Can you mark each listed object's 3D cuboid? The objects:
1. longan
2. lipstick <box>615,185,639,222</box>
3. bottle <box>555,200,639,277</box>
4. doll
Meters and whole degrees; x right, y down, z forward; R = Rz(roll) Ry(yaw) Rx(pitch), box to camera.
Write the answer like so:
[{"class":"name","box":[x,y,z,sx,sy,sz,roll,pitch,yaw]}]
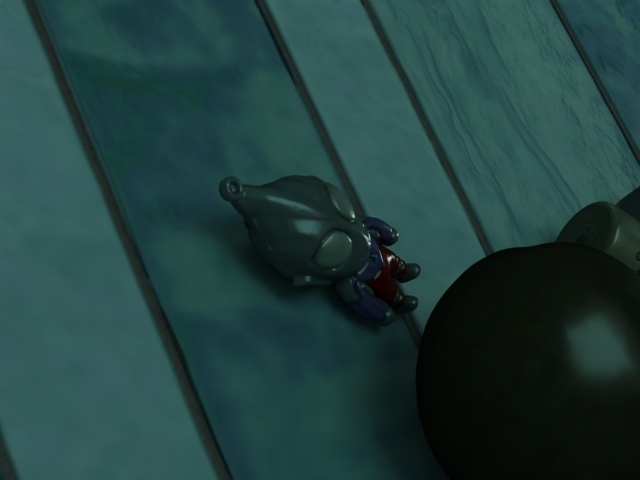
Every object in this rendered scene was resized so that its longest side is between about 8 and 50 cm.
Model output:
[{"class":"longan","box":[0.192,0.126,1.137,0.248,0.248,0.248,24,46,-28]},{"class":"lipstick","box":[0.466,-0.034,1.619,0.317,0.066,0.068,-4,64,-44]},{"class":"bottle","box":[0.336,0.049,1.420,0.209,0.097,0.110,31,0,-23]},{"class":"doll","box":[0.000,0.000,1.163,0.227,0.075,0.102,32,51,-37]}]
